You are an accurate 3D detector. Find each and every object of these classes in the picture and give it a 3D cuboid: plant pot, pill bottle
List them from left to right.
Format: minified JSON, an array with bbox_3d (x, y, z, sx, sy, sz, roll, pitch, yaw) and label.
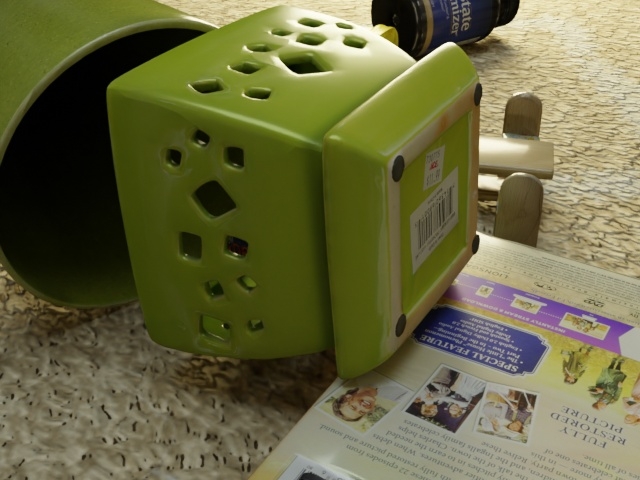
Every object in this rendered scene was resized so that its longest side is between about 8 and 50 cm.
[{"bbox_3d":[-0.235,-0.133,0.842,0.274,0.275,0.293,-23,47,-32],"label":"plant pot"},{"bbox_3d":[-0.001,-0.039,0.697,0.207,0.227,0.228,13,34,28],"label":"plant pot"},{"bbox_3d":[0.195,-0.357,1.384,0.219,0.123,0.123,-20,37,-28],"label":"pill bottle"}]

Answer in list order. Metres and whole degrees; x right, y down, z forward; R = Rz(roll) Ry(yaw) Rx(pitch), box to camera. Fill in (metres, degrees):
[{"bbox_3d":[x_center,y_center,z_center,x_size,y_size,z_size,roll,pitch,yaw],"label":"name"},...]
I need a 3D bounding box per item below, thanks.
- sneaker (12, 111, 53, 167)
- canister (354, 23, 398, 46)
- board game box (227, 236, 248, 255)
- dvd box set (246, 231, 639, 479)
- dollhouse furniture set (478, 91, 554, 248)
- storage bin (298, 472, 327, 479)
[{"bbox_3d":[-0.441,-0.099,0.970,0.340,0.125,0.140,-6,38,-6],"label":"sneaker"},{"bbox_3d":[0.010,-0.273,1.296,0.169,0.073,0.126,15,35,24],"label":"canister"},{"bbox_3d":[0.000,0.000,0.894,0.201,0.035,0.136,24,39,33],"label":"board game box"},{"bbox_3d":[0.159,0.148,0.634,0.307,0.062,0.420,17,35,25],"label":"dvd box set"},{"bbox_3d":[0.128,-0.117,0.962,0.242,0.161,0.212,6,32,10],"label":"dollhouse furniture set"},{"bbox_3d":[0.045,0.199,0.399,0.180,0.122,0.084,27,62,30],"label":"storage bin"}]
